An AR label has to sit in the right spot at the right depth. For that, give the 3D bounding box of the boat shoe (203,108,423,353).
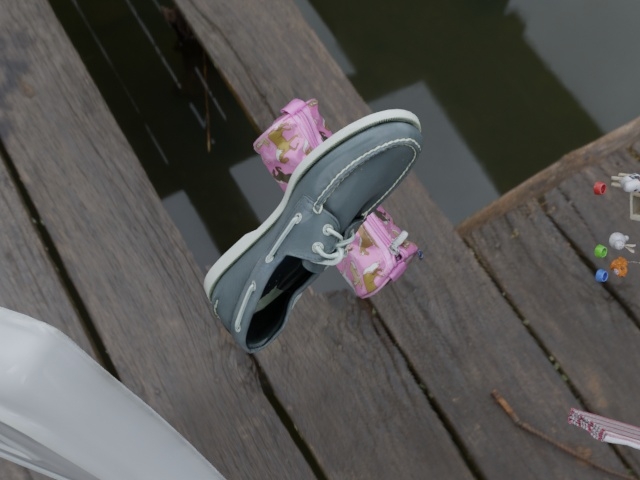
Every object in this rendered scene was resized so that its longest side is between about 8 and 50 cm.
[{"bbox_3d":[0.000,0.000,0.765,0.319,0.116,0.099,-43,53,26],"label":"boat shoe"}]

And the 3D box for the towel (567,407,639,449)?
[{"bbox_3d":[0.511,0.331,1.226,0.144,0.197,0.029,16,89,2],"label":"towel"}]

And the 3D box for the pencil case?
[{"bbox_3d":[0.030,-0.081,1.396,0.167,0.160,0.386,-36,88,28],"label":"pencil case"}]

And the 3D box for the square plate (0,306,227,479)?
[{"bbox_3d":[-0.253,0.112,0.532,0.347,0.344,0.049,12,61,21],"label":"square plate"}]

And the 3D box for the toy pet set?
[{"bbox_3d":[0.371,-0.020,0.828,0.114,0.122,0.065,-25,26,-32],"label":"toy pet set"}]
